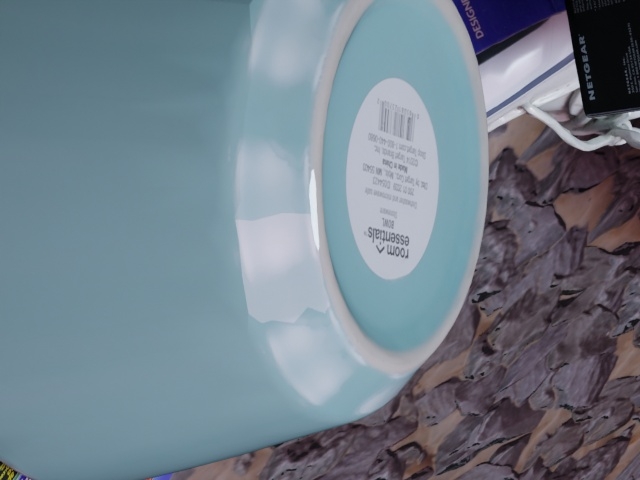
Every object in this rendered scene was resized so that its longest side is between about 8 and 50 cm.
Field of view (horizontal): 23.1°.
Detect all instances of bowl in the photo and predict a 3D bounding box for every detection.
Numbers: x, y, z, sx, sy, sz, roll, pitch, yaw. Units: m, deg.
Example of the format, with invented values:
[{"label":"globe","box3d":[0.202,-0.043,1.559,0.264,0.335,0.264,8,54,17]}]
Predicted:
[{"label":"bowl","box3d":[-0.031,-0.035,0.715,0.311,0.163,0.311,-5,96,-61]}]

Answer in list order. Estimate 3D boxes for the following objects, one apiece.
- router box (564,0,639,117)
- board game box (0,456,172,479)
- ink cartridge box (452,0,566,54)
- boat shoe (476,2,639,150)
[{"label":"router box","box3d":[0.224,-0.233,0.775,0.243,0.081,0.308,-12,95,-24]},{"label":"board game box","box3d":[-0.120,0.084,0.844,0.213,0.046,0.317,89,23,-46]},{"label":"ink cartridge box","box3d":[0.206,-0.253,0.849,0.371,0.069,0.175,-27,101,-17]},{"label":"boat shoe","box3d":[0.175,-0.115,0.957,0.367,0.136,0.156,-37,116,-17]}]
